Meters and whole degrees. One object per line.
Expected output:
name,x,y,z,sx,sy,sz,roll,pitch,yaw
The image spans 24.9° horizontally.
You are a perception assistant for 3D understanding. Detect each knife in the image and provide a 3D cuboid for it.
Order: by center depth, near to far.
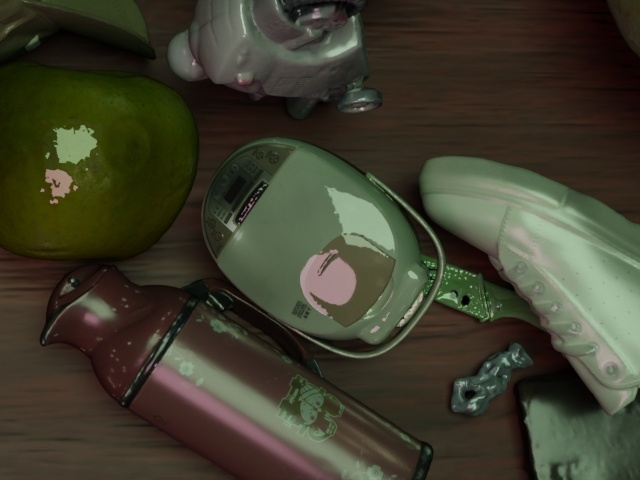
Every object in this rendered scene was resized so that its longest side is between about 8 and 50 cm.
knife,0.156,0.056,1.287,0.293,0.020,0.043,21,74,-6

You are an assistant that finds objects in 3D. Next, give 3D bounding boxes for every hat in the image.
hat,-0.239,-0.171,1.211,0.144,0.166,0.173,-44,118,9

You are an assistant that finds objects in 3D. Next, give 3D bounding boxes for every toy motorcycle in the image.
toy motorcycle,-0.040,-0.159,1.169,0.170,0.260,0.110,-6,83,1

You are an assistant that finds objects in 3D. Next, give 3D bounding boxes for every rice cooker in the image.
rice cooker,0.000,0.000,1.202,0.206,0.127,0.145,36,101,-3

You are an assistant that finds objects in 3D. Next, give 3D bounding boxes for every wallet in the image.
wallet,0.330,0.181,1.290,0.309,0.042,0.165,-7,80,-12

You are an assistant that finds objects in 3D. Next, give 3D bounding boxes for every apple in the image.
apple,-0.195,-0.062,1.153,0.196,0.196,0.157,3,91,-11

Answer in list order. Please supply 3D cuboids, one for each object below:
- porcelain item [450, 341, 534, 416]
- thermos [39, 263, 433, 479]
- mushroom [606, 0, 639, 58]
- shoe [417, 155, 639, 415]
porcelain item,0.148,0.123,1.270,0.083,0.028,0.036,-37,72,-13
thermos,-0.068,0.115,1.185,0.330,0.109,0.136,33,79,-4
mushroom,0.414,-0.249,1.262,0.352,0.260,0.352,4,74,-13
shoe,0.231,0.059,1.234,0.363,0.132,0.160,24,80,4
